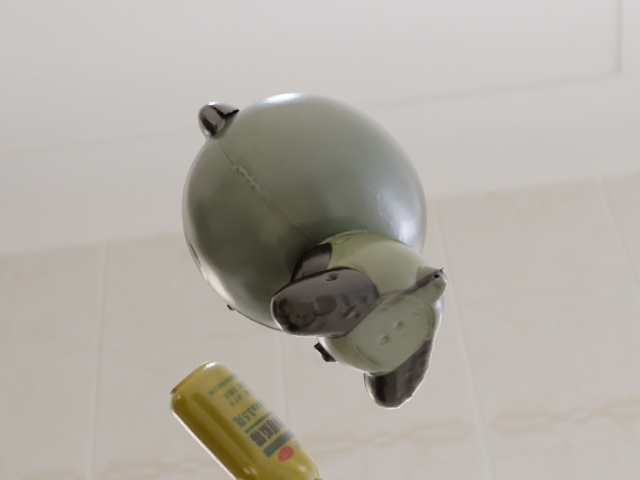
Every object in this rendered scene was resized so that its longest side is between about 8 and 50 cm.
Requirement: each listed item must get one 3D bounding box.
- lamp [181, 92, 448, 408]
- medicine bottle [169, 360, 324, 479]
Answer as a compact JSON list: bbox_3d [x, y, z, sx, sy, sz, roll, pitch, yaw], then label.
[{"bbox_3d":[0.000,0.000,1.277,0.198,0.244,0.197,-13,-49,-15],"label":"lamp"},{"bbox_3d":[-0.033,0.221,1.603,0.260,0.095,0.064,47,-67,7],"label":"medicine bottle"}]
